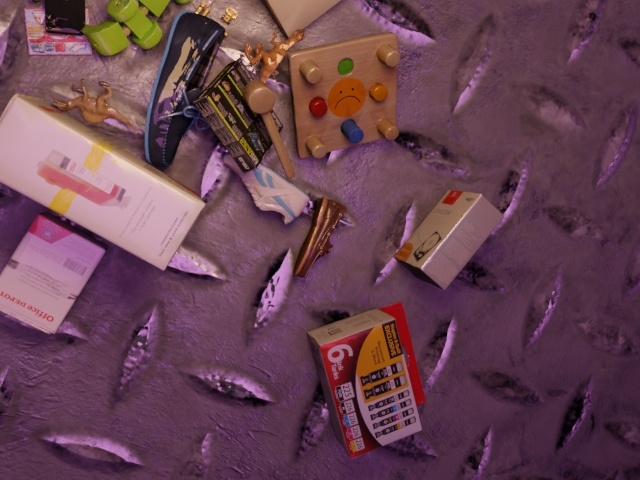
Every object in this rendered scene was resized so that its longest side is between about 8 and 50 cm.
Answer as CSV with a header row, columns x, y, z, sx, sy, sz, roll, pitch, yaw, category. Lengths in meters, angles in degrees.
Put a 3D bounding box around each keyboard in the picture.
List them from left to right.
x,y,z,sx,sy,sz,roll,pitch,yaw,category
-0.552,-0.526,1.276,0.108,0.023,0.180,-1,93,-21,keyboard

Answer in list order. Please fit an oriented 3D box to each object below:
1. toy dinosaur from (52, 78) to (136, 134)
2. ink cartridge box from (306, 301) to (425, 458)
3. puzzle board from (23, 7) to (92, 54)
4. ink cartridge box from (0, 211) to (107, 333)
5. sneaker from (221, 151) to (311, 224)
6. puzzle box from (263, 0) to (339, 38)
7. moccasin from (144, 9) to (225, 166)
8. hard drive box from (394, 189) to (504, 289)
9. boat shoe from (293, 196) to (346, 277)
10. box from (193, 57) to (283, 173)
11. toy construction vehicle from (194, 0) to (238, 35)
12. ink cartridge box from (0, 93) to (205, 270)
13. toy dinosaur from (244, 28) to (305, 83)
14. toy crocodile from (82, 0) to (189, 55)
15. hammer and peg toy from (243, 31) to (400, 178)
x,y,z,sx,sy,sz,roll,pitch,yaw,category
-0.481,-0.298,1.330,0.183,0.053,0.093,15,109,-9,toy dinosaur
0.142,0.344,1.545,0.271,0.130,0.309,-18,102,-13,ink cartridge box
-0.559,-0.446,1.298,0.128,0.011,0.096,-5,100,-15,puzzle board
-0.591,0.070,1.324,0.158,0.092,0.218,32,87,-17,ink cartridge box
-0.137,-0.126,1.423,0.228,0.087,0.092,33,93,-14,sneaker
-0.059,-0.673,1.273,0.272,0.052,0.409,-37,134,-2,puzzle box
-0.291,-0.321,1.314,0.116,0.138,0.342,15,98,0,moccasin
0.314,-0.007,1.513,0.089,0.181,0.232,41,86,-16,hard drive box
0.000,0.000,1.484,0.073,0.073,0.207,23,92,-15,boat shoe
-0.173,-0.275,1.335,0.191,0.045,0.184,56,39,-28,box
-0.235,-0.500,1.365,0.086,0.035,0.098,41,86,-17,toy construction vehicle
-0.448,-0.119,1.239,0.384,0.279,0.160,32,91,-17,ink cartridge box
-0.116,-0.394,1.357,0.112,0.064,0.211,33,95,19,toy dinosaur
-0.363,-0.529,1.297,0.340,0.105,0.115,-51,148,-4,toy crocodile
0.006,-0.308,1.373,0.361,0.127,0.266,-17,130,-13,hammer and peg toy
